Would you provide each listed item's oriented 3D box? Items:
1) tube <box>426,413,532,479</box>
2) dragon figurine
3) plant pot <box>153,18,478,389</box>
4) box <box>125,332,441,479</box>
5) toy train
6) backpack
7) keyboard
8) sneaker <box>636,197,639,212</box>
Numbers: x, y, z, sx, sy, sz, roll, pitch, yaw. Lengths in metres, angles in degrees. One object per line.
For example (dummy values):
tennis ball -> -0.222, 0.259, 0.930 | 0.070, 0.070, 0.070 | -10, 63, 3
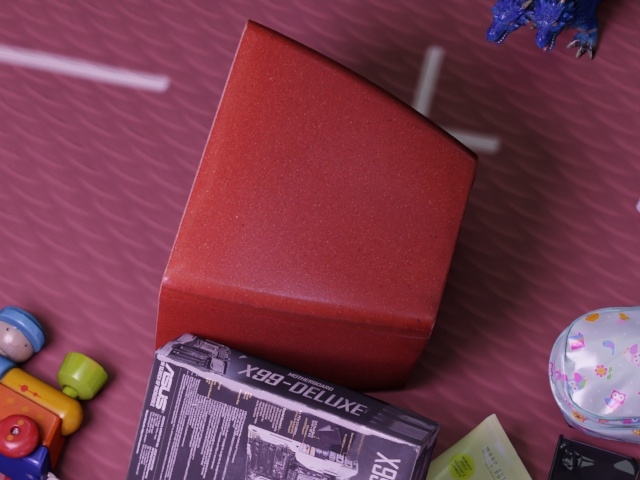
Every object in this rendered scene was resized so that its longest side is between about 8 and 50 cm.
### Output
tube -> 0.078, 0.254, 1.756 | 0.240, 0.070, 0.062 | -30, 45, -9
dragon figurine -> 0.266, -0.276, 1.919 | 0.085, 0.144, 0.289 | 32, 74, 18
plant pot -> 0.000, 0.000, 1.782 | 0.236, 0.267, 0.267 | 17, 69, 1
box -> -0.055, 0.262, 1.672 | 0.242, 0.076, 0.307 | 18, 104, 15
toy train -> -0.244, 0.166, 1.819 | 0.248, 0.105, 0.143 | 27, 59, 17
backpack -> 0.297, 0.116, 1.761 | 0.182, 0.115, 0.152 | -2, 69, 9
keyboard -> 0.214, 0.265, 1.752 | 0.108, 0.023, 0.180 | 17, 69, 1
sneaker -> 0.391, -0.093, 1.871 | 0.094, 0.080, 0.212 | 32, 80, 6
